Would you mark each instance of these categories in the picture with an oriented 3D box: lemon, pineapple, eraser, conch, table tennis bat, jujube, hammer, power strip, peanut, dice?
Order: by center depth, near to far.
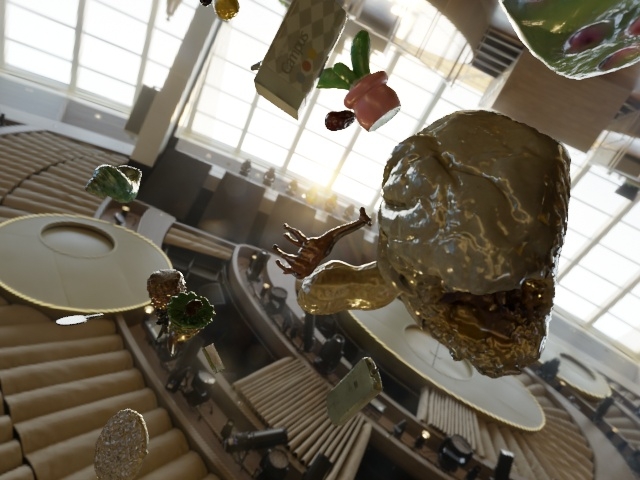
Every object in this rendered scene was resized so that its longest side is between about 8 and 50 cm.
[{"bbox_3d":[0.506,-0.504,0.700,0.318,0.330,0.323,-1,-109,-37],"label":"dice"},{"bbox_3d":[-0.486,0.160,0.838,0.083,0.007,0.050,-5,-170,-42],"label":"table tennis bat"},{"bbox_3d":[0.076,0.344,0.940,0.029,0.227,0.080,10,-138,-28],"label":"power strip"},{"bbox_3d":[-0.236,-0.592,1.046,0.092,0.065,0.065,38,-157,33],"label":"lemon"},{"bbox_3d":[0.086,0.129,1.150,0.313,0.149,0.149,-5,-166,16],"label":"peanut"},{"bbox_3d":[-0.318,0.353,1.232,0.083,0.019,0.038,61,-156,10],"label":"eraser"},{"bbox_3d":[-0.061,-0.617,1.346,0.213,0.397,0.082,30,169,-28],"label":"eraser"},{"bbox_3d":[-0.513,0.221,1.396,0.128,0.248,0.128,4,-153,-2],"label":"pineapple"},{"bbox_3d":[-0.723,-0.206,1.463,0.176,0.122,0.188,44,-166,16],"label":"conch"},{"bbox_3d":[0.071,-0.438,1.505,0.129,0.077,0.077,-22,-134,-30],"label":"jujube"},{"bbox_3d":[-0.180,-0.768,1.729,0.152,0.044,0.426,-28,-159,-27],"label":"hammer"}]

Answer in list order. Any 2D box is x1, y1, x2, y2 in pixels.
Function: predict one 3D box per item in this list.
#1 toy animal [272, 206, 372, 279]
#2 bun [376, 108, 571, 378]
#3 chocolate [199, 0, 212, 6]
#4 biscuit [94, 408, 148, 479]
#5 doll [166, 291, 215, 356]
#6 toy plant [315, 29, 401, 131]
[{"bbox_3d":[0.000,0.000,1.059,0.229,0.224,0.066,17,171,29],"label":"toy animal"},{"bbox_3d":[0.167,-0.012,0.481,0.204,0.282,0.281,10,-169,30],"label":"bun"},{"bbox_3d":[-0.287,-0.511,0.634,0.343,0.148,0.126,51,-173,-18],"label":"chocolate"},{"bbox_3d":[-0.412,0.428,0.855,0.152,0.152,0.020,43,-178,38],"label":"biscuit"},{"bbox_3d":[-0.243,0.139,0.712,0.076,0.113,0.078,42,-145,-12],"label":"doll"},{"bbox_3d":[0.151,-0.617,1.697,0.356,0.317,0.210,53,-144,-3],"label":"toy plant"}]
